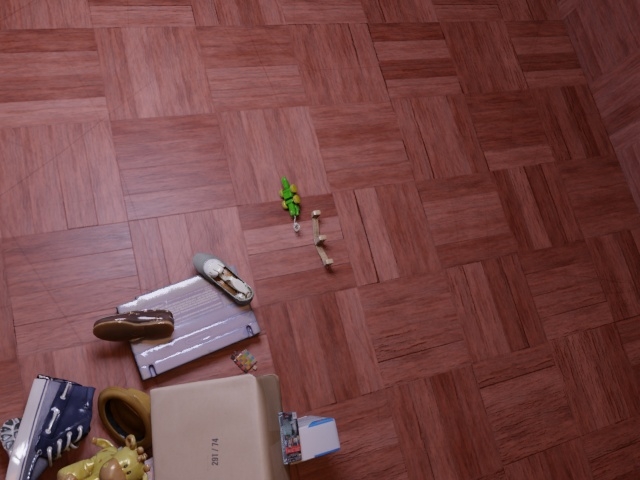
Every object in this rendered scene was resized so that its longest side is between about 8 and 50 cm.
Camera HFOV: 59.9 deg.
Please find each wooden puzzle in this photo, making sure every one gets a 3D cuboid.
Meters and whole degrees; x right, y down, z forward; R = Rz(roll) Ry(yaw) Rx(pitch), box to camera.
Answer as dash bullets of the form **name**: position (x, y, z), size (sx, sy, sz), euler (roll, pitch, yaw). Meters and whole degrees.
- **wooden puzzle**: position (-0.222, 0.354, 1.636), size (0.083, 0.006, 0.049), euler (45, 65, -1)

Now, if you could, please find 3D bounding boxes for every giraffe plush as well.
- **giraffe plush**: position (-0.496, 0.566, 1.341), size (0.181, 0.170, 0.210), euler (55, 33, -18)

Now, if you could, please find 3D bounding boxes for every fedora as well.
- **fedora**: position (-0.489, 0.451, 1.454), size (0.194, 0.194, 0.079), euler (46, 29, -1)

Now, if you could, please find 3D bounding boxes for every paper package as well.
- **paper package**: position (-0.247, 0.509, 1.371), size (0.309, 0.168, 0.325), euler (-12, 74, 14)

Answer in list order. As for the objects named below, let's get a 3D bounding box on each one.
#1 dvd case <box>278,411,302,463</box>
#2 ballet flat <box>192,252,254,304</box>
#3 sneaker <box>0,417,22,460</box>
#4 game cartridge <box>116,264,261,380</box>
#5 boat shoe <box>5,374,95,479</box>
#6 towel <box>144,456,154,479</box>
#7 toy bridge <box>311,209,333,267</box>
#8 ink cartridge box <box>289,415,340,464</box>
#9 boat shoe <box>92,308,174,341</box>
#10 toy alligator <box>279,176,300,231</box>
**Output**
- **dvd case**: position (-0.075, 0.488, 1.382), size (0.013, 0.087, 0.120), euler (-13, 72, 19)
- **ballet flat**: position (-0.276, 0.102, 1.602), size (0.213, 0.068, 0.072), euler (41, 65, -3)
- **sneaker**: position (-0.751, 0.526, 1.373), size (0.068, 0.071, 0.170), euler (-4, 57, -42)
- **game cartridge**: position (-0.376, 0.227, 1.598), size (0.355, 0.068, 0.230), euler (-19, 76, -23)
- **boat shoe**: position (-0.644, 0.487, 1.336), size (0.158, 0.127, 0.341), euler (13, 45, -20)
- **towel**: position (-0.299, 0.684, 1.480), size (0.316, 0.053, 0.332), euler (-23, 81, -22)
- **toy bridge**: position (0.000, 0.000, 1.792), size (0.026, 0.063, 0.188), euler (-9, 75, -21)
- **ink cartridge box**: position (-0.053, 0.544, 1.526), size (0.148, 0.203, 0.086), euler (-10, 78, -21)
- **boat shoe**: position (-0.500, 0.224, 1.494), size (0.206, 0.073, 0.073), euler (2, 35, -21)
- **toy alligator**: position (-0.088, -0.117, 1.810), size (0.051, 0.056, 0.190), euler (6, 65, -60)
